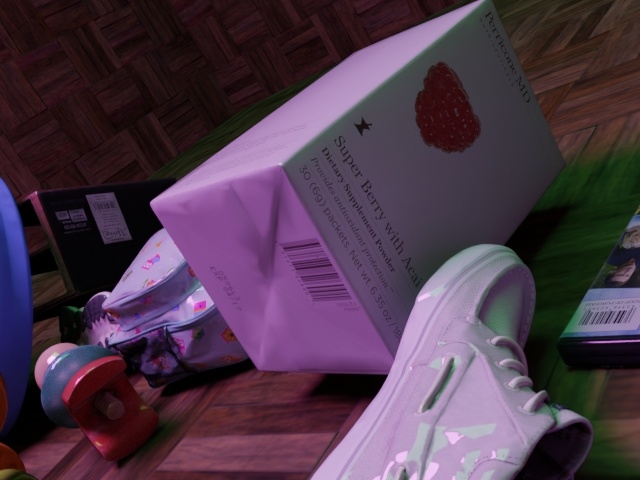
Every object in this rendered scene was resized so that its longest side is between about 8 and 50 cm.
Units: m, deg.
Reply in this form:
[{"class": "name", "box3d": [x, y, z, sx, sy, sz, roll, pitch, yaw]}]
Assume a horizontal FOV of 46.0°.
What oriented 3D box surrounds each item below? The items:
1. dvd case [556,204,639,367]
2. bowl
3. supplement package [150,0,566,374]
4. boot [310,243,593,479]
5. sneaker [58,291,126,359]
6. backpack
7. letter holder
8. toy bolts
[{"class": "dvd case", "box3d": [0.283, -0.007, 0.491, 0.180, 0.022, 0.253, -11, 26, 48]}, {"class": "bowl", "box3d": [-0.477, 0.089, 1.007, 0.077, 0.391, 0.391, -1, -6, -39]}, {"class": "supplement package", "box3d": [0.046, -0.049, 0.636, 0.175, 0.178, 0.293, -11, 27, 48]}, {"class": "boot", "box3d": [0.098, 0.097, 0.423, 0.123, 0.095, 0.258, -5, 39, 45]}, {"class": "sneaker", "box3d": [-0.275, 0.126, 1.011, 0.110, 0.107, 0.275, -8, -6, -40]}, {"class": "backpack", "box3d": [-0.123, 0.057, 0.808, 0.188, 0.144, 0.166, -11, 33, 30]}, {"class": "letter holder", "box3d": [-0.364, 0.021, 1.173, 0.214, 0.152, 0.302, -25, -4, 28]}, {"class": "toy bolts", "box3d": [-0.300, 0.161, 0.725, 0.228, 0.218, 0.158, -33, 28, -31]}]
